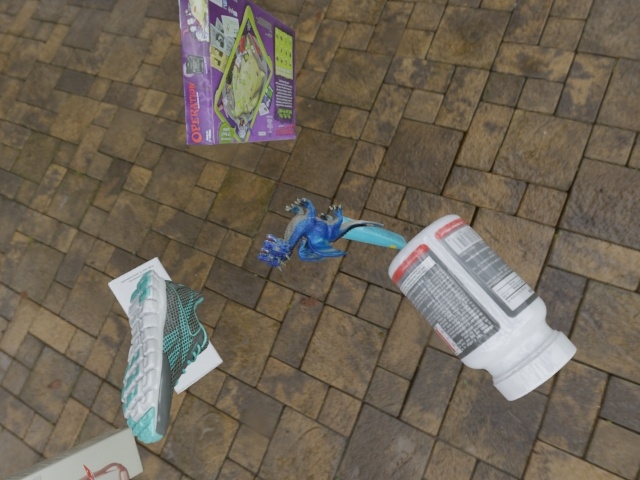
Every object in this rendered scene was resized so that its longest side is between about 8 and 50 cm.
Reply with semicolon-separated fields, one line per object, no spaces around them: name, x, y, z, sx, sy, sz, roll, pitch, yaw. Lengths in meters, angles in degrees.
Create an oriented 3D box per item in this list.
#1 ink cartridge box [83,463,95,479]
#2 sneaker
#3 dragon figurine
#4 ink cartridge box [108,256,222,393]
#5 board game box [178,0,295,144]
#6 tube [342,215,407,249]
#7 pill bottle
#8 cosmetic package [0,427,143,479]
ink cartridge box;-0.382;0.441;0.739;0.063;0.029;0.115;-18;94;50
sneaker;-0.142;0.105;0.424;0.065;0.076;0.166;-40;45;35
dragon figurine;0.000;0.000;0.916;0.085;0.289;0.144;-20;65;52
ink cartridge box;-0.372;0.210;1.066;0.121;0.211;0.289;-32;88;-24
board game box;-0.113;-0.265;0.717;0.056;0.347;0.208;0;103;15
tube;0.136;-0.014;1.115;0.080;0.207;0.052;-108;37;-53
pill bottle;0.334;0.137;0.942;0.210;0.210;0.363;-40;70;4
cosmetic package;-0.634;0.604;1.117;0.153;0.296;0.129;-25;81;34
